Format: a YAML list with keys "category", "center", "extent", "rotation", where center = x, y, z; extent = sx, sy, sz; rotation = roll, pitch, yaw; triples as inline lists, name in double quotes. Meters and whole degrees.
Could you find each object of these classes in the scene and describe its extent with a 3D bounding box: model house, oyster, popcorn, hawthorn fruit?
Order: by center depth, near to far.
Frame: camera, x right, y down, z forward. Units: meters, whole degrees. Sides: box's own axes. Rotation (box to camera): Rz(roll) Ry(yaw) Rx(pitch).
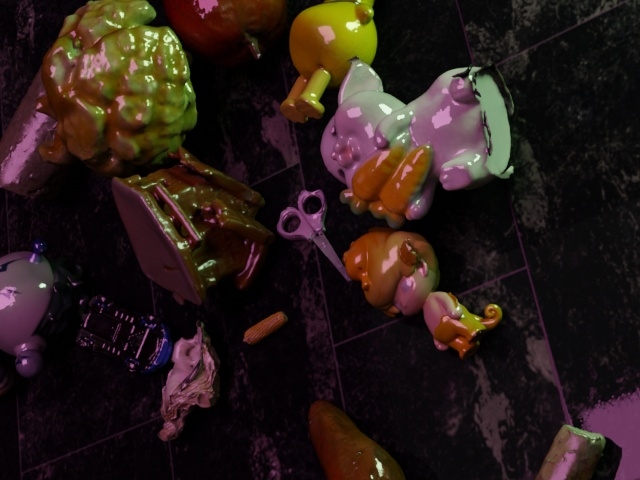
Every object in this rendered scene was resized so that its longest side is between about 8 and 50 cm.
- category: "oyster"
  center: [-0.210, 0.232, 2.005]
  extent: [0.191, 0.081, 0.163]
  rotation: [-58, 24, 1]
- category: "model house"
  center: [-0.187, -0.035, 2.016]
  extent: [0.229, 0.220, 0.199]
  rotation: [-31, 29, -33]
- category: "popcorn"
  center: [-0.333, -0.245, 2.114]
  extent: [0.274, 0.336, 0.279]
  rotation: [-27, 34, -31]
- category: "hawthorn fruit"
  center: [-0.151, -0.394, 2.115]
  extent: [0.215, 0.215, 0.250]
  rotation: [-45, 52, 13]

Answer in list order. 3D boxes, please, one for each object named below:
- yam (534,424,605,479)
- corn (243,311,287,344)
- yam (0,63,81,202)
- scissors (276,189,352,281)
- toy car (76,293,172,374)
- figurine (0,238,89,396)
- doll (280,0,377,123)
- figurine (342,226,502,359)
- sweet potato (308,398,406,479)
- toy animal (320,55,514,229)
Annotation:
- category: "yam"
  center: [0.276, 0.385, 1.601]
  extent: [0.071, 0.067, 0.317]
  rotation: [22, 86, 47]
- category: "corn"
  center: [-0.088, 0.141, 1.978]
  extent: [0.083, 0.028, 0.027]
  rotation: [-32, 51, 17]
- category: "yam"
  center: [-0.502, -0.201, 2.318]
  extent: [0.161, 0.161, 0.268]
  rotation: [31, 90, 39]
- category: "scissors"
  center: [0.000, 0.000, 1.978]
  extent: [0.100, 0.015, 0.189]
  rotation: [-43, 54, 11]
- category: "toy car"
  center: [-0.326, 0.162, 2.112]
  extent: [0.216, 0.063, 0.103]
  rotation: [18, 84, 36]
- category: "figurine"
  center: [-0.571, 0.171, 2.209]
  extent: [0.382, 0.186, 0.261]
  rotation: [-47, 58, 6]
- category: "doll"
  center: [0.035, -0.358, 2.015]
  extent: [0.199, 0.145, 0.363]
  rotation: [-4, 56, 59]
- category: "figurine"
  center: [0.140, 0.068, 1.795]
  extent: [0.246, 0.131, 0.156]
  rotation: [45, 141, 23]
- category: "sweet potato"
  center: [0.066, 0.343, 1.740]
  extent: [0.112, 0.112, 0.359]
  rotation: [-40, 52, 16]
- category: "toy animal"
  center: [0.124, -0.156, 1.823]
  extent: [0.310, 0.183, 0.247]
  rotation: [-7, 32, 34]
